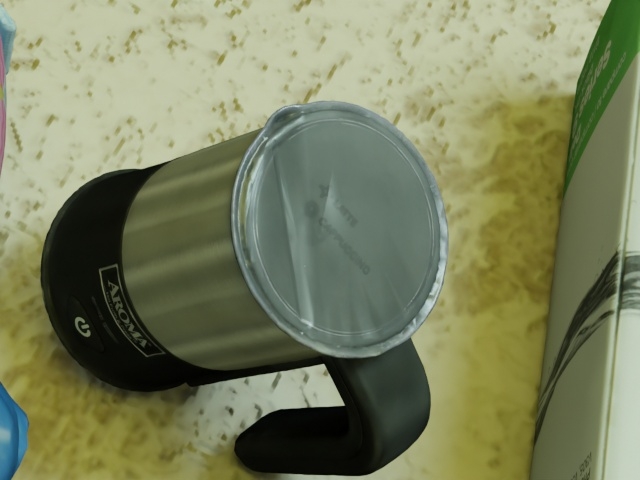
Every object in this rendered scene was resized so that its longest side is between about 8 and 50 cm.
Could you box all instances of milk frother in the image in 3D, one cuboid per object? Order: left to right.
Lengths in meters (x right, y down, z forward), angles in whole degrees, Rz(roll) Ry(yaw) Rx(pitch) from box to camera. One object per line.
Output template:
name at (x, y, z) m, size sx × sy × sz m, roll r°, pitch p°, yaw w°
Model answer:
milk frother at (0.000, 0.000, 0.679) m, size 0.129 × 0.135 × 0.143 m, roll 48°, pitch 59°, yaw -19°

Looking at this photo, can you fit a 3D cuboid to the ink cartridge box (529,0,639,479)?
ink cartridge box at (0.191, 0.048, 0.702) m, size 0.211 × 0.121 × 0.289 m, roll 14°, pitch 58°, yaw -4°

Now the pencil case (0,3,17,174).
pencil case at (-0.245, -0.045, 0.666) m, size 0.273 × 0.113 × 0.124 m, roll 3°, pitch 39°, yaw -11°

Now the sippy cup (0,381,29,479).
sippy cup at (-0.196, 0.068, 0.428) m, size 0.224 × 0.305 × 0.240 m, roll -47°, pitch 57°, yaw -5°
